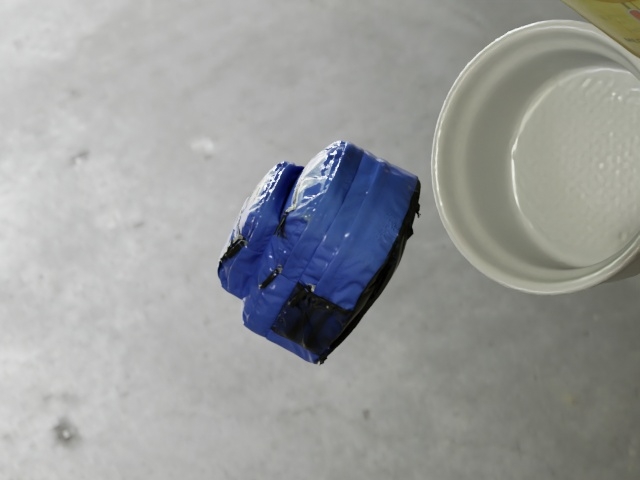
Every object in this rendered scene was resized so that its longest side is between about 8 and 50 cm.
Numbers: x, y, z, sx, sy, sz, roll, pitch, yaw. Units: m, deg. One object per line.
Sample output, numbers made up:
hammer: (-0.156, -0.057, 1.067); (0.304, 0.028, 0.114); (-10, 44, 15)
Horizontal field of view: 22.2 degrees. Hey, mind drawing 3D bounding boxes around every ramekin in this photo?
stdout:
ramekin: (0.265, -0.081, 1.681); (0.277, 0.277, 0.135); (22, 11, 34)

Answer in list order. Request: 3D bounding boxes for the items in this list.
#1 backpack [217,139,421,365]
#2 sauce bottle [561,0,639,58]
backpack: (0.000, 0.000, 0.993); (0.101, 0.120, 0.098); (28, 41, -10)
sauce bottle: (0.058, -0.166, 0.561); (0.111, 0.344, 0.111); (-29, 48, 38)
